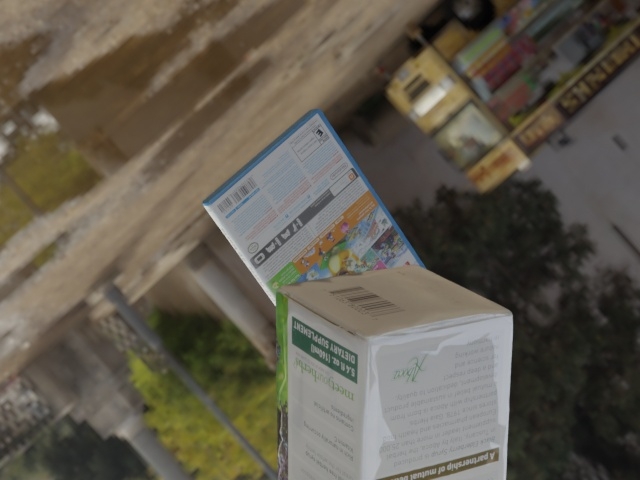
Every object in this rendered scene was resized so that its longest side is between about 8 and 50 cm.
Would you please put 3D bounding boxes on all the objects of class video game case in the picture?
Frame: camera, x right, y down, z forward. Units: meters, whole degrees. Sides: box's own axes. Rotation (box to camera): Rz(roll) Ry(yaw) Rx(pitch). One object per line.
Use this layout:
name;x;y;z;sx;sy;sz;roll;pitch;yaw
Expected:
video game case;0.000;0.000;1.016;0.119;0.166;0.015;-42;-160;-22

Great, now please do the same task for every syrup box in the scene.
syrup box;0.038;0.142;0.730;0.096;0.237;0.093;-9;-161;-29
